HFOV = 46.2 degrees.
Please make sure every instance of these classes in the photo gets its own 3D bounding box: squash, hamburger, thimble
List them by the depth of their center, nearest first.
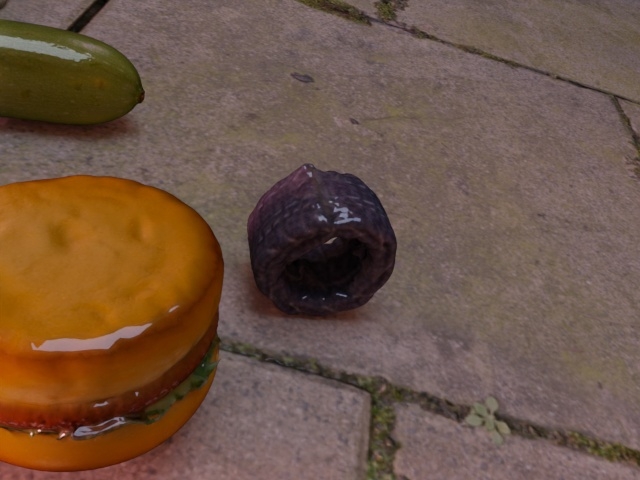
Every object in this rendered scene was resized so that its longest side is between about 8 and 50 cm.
[{"bbox_3d":[-0.191,0.067,0.583,0.245,0.170,0.246,6,34,-4],"label":"hamburger"},{"bbox_3d":[-0.001,0.002,0.776,0.150,0.150,0.098,6,41,-19],"label":"thimble"},{"bbox_3d":[-0.309,-0.200,0.918,0.186,0.123,0.123,4,39,-19],"label":"squash"}]

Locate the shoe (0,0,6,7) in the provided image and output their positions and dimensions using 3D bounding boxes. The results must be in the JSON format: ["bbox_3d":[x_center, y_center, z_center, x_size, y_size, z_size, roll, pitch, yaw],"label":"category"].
[{"bbox_3d":[-0.513,-0.374,1.055,0.095,0.110,0.265,14,39,-6],"label":"shoe"}]
